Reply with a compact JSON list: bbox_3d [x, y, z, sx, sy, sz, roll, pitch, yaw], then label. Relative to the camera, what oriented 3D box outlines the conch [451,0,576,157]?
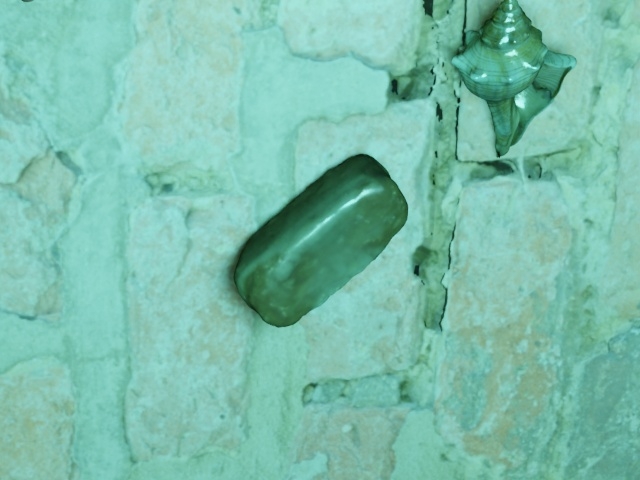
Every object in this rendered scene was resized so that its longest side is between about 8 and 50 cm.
[{"bbox_3d":[0.233,-0.216,2.021,0.137,0.114,0.234,-25,153,7],"label":"conch"}]

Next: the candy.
[{"bbox_3d":[0.000,0.000,2.040,0.234,0.104,0.102,-37,117,2],"label":"candy"}]
